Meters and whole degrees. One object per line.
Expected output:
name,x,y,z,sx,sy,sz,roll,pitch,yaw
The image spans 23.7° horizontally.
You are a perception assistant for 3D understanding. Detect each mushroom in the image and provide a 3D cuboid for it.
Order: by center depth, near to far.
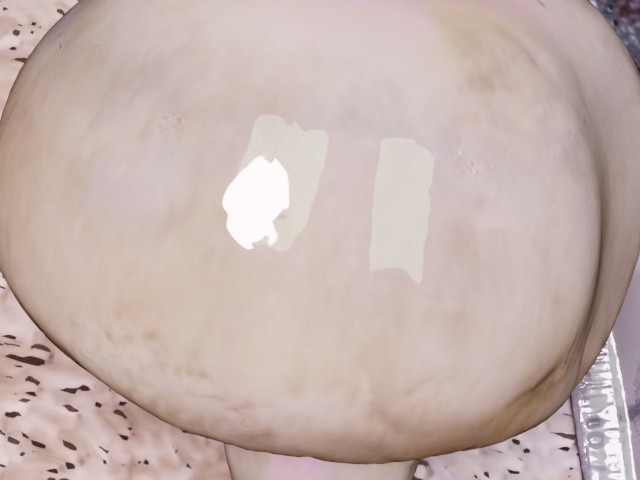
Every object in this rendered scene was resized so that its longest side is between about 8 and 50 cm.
mushroom,0.000,0.000,0.580,0.260,0.254,0.234,-2,121,-26

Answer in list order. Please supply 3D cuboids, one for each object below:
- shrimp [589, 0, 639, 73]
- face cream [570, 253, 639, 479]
shrimp,0.189,-0.119,0.630,0.372,0.172,0.137,27,83,15
face cream,0.265,0.058,0.652,0.314,0.089,0.143,-6,79,0
